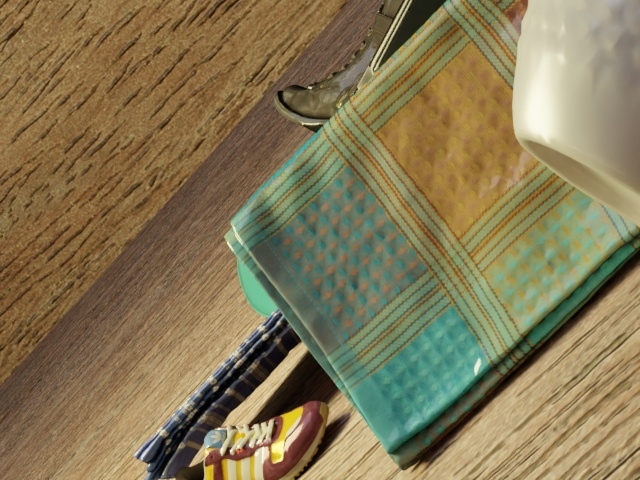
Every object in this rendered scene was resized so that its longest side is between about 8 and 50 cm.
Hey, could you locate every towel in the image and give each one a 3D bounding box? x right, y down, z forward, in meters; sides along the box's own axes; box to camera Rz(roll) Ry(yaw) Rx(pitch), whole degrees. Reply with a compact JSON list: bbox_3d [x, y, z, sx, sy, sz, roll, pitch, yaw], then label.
[{"bbox_3d":[-0.060,0.133,1.836,0.336,0.040,0.243,-46,-8,-5],"label":"towel"},{"bbox_3d":[0.109,-0.030,1.394,0.370,0.271,0.040,-45,-22,21],"label":"towel"}]

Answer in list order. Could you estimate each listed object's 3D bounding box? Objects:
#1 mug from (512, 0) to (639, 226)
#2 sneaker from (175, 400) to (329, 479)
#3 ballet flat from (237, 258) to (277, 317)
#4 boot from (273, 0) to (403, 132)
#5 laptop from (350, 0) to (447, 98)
[{"bbox_3d":[0.291,-0.153,1.119,0.328,0.276,0.374,-58,-19,0],"label":"mug"},{"bbox_3d":[-0.069,0.210,1.695,0.185,0.084,0.069,-46,13,28],"label":"sneaker"},{"bbox_3d":[0.000,0.000,1.979,0.139,0.139,0.400,-55,-1,-20],"label":"ballet flat"},{"bbox_3d":[0.067,-0.225,2.087,0.263,0.091,0.229,26,94,51],"label":"boot"},{"bbox_3d":[0.216,-0.227,1.788,0.408,0.236,0.382,-11,-41,-49],"label":"laptop"}]
